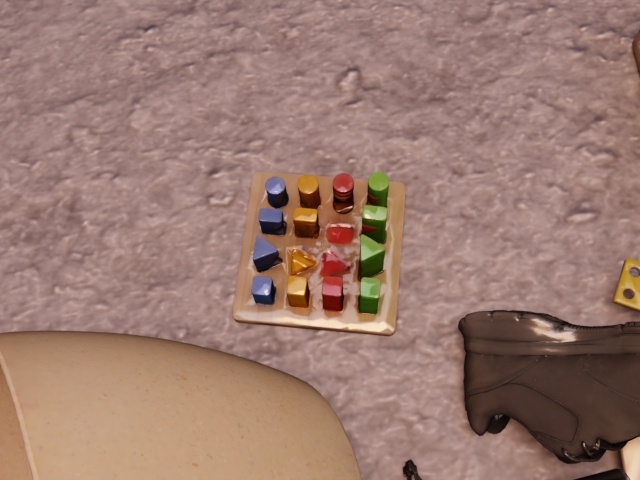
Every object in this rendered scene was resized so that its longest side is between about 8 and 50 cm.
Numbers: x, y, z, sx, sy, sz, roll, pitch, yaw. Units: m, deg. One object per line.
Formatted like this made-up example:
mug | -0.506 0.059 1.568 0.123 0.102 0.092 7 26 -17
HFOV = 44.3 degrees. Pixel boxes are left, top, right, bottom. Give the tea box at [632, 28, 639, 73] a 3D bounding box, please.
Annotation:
tea box | 0.500 -0.189 0.687 0.324 0.329 0.220 -5 71 2

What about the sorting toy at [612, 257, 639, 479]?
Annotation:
sorting toy | 0.330 0.151 0.720 0.132 0.046 0.274 -2 71 1

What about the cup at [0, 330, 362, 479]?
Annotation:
cup | -0.107 0.212 0.600 0.237 0.331 0.331 -9 68 -30

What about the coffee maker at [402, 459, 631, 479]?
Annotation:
coffee maker | 0.176 0.249 0.652 0.178 0.120 0.171 -11 69 -3

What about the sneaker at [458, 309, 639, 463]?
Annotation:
sneaker | 0.248 0.129 0.664 0.286 0.109 0.130 -2 79 43

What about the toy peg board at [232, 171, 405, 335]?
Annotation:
toy peg board | 0.000 0.000 0.769 0.161 0.079 0.161 5 70 4
